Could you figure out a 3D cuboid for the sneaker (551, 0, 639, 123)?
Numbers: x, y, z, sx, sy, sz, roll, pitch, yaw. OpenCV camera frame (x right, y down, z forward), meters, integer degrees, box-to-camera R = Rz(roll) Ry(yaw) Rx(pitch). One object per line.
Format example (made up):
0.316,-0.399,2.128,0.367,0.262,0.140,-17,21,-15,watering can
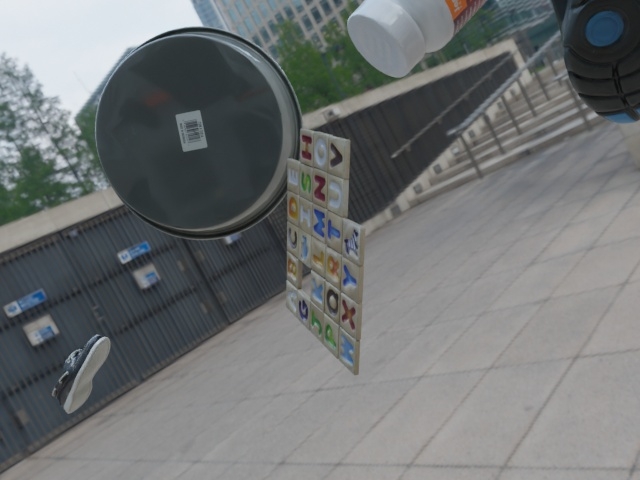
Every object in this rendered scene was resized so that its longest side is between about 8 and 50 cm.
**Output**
0.279,-0.280,0.579,0.125,0.341,0.140,-14,28,28,sneaker

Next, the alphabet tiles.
0.000,0.000,0.668,0.009,0.237,0.198,-6,17,-23,alphabet tiles

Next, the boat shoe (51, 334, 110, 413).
-0.287,0.153,0.712,0.125,0.038,0.046,-59,-11,31,boat shoe

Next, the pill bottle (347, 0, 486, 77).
0.144,-0.319,0.758,0.221,0.121,0.121,-48,7,-9,pill bottle

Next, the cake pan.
-0.171,-0.143,0.808,0.293,0.293,0.054,-27,4,7,cake pan
